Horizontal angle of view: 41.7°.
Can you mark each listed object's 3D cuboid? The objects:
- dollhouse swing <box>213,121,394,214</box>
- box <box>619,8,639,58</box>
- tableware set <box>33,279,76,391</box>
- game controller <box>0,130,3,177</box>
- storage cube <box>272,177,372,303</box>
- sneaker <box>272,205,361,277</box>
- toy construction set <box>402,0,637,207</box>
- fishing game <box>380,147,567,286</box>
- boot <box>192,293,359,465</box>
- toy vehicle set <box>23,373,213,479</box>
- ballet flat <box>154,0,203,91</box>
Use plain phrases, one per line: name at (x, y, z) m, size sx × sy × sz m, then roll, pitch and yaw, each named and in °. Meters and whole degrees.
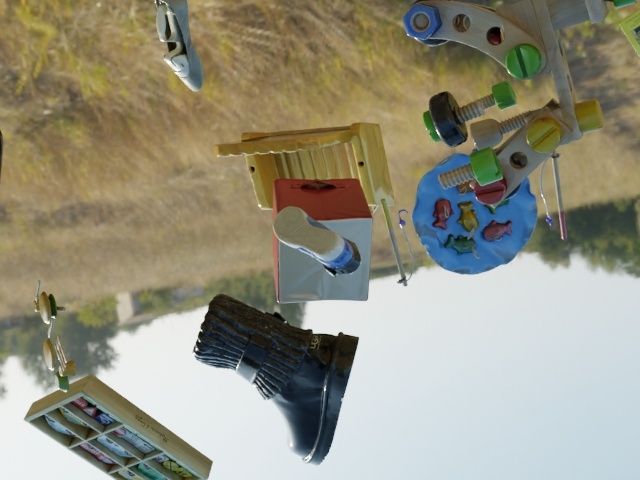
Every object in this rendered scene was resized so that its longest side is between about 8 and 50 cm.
dollhouse swing at (-0.049, -0.148, 2.083) m, size 0.346 × 0.315 × 0.305 m, roll 0°, pitch -153°, yaw 29°
box at (0.527, -0.239, 1.216) m, size 0.058 × 0.232 × 0.087 m, roll -32°, pitch 179°, yaw 42°
tableware set at (-0.389, 0.141, 1.233) m, size 0.024 × 0.154 × 0.104 m, roll -9°, pitch 145°, yaw -33°
game controller at (-0.728, -0.149, 1.479) m, size 0.319 × 0.166 × 0.067 m, roll 2°, pitch -178°, yaw -30°
storage cube at (0.000, 0.000, 1.671) m, size 0.183 × 0.215 × 0.193 m, roll -1°, pitch -155°, yaw -5°
sneaker at (-0.002, 0.005, 1.208) m, size 0.152 × 0.058 × 0.084 m, roll 26°, pitch 169°, yaw 47°
toy construction set at (0.260, -0.182, 0.956) m, size 0.237 × 0.257 × 0.309 m, roll -21°, pitch 163°, yaw 23°
fishing game at (0.222, -0.038, 1.187) m, size 0.264 × 0.189 × 0.041 m, roll -12°, pitch -163°, yaw -3°
boot at (-0.087, 0.238, 1.435) m, size 0.260 × 0.348 × 0.131 m, roll 14°, pitch -137°, yaw 2°
toy vehicle set at (-0.326, 0.326, 1.366) m, size 0.166 × 0.267 × 0.035 m, roll -28°, pitch -149°, yaw 34°
ballet flat at (-0.284, -0.384, 1.640) m, size 0.072 × 0.213 × 0.068 m, roll 19°, pitch -139°, yaw 34°
